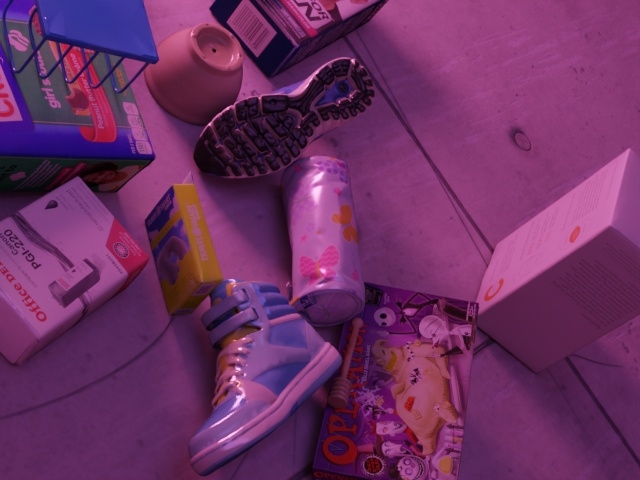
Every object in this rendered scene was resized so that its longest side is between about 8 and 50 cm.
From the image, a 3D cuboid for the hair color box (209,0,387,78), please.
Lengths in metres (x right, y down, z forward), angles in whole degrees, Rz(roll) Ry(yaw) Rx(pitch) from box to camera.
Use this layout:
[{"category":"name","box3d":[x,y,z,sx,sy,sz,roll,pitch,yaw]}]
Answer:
[{"category":"hair color box","box3d":[-0.026,-0.447,1.961,0.174,0.105,0.347,49,44,1]}]

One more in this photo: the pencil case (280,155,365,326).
[{"category":"pencil case","box3d":[0.000,0.000,1.668,0.113,0.124,0.273,27,47,-40]}]

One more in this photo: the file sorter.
[{"category":"file sorter","box3d":[-0.326,-0.277,1.426,0.170,0.104,0.118,6,57,-43]}]

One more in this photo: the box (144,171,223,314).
[{"category":"box","box3d":[-0.200,0.003,1.518,0.042,0.109,0.178,-2,62,-36]}]

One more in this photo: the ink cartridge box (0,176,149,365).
[{"category":"ink cartridge box","box3d":[-0.358,0.036,1.389,0.158,0.092,0.218,49,46,1]}]

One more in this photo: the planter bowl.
[{"category":"planter bowl","box3d":[-0.191,-0.284,1.721,0.162,0.109,0.162,19,52,-26]}]

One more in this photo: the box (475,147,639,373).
[{"category":"box","box3d":[0.448,0.041,1.816,0.168,0.345,0.215,39,45,-10]}]

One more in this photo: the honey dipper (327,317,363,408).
[{"category":"honey dipper","box3d":[0.042,0.179,1.580,0.030,0.030,0.161,33,44,-15]}]

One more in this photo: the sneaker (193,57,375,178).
[{"category":"sneaker","box3d":[-0.066,-0.185,1.747,0.330,0.147,0.130,-28,92,-26]}]

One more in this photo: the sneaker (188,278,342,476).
[{"category":"sneaker","box3d":[-0.122,0.172,1.457,0.208,0.127,0.319,52,35,1]}]

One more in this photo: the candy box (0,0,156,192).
[{"category":"candy box","box3d":[-0.419,-0.204,1.459,0.317,0.122,0.268,-4,66,-46]}]

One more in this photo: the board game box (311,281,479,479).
[{"category":"board game box","box3d":[0.120,0.221,1.595,0.208,0.056,0.347,7,49,8]}]
